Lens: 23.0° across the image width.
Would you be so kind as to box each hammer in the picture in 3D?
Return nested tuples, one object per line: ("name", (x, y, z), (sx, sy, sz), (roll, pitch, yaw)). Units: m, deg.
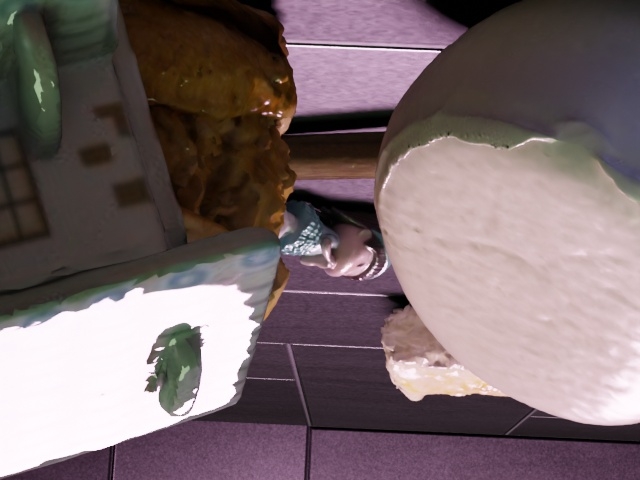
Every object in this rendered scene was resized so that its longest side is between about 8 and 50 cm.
("hammer", (0.052, -0.045, 0.833), (0.365, 0.043, 0.111), (-1, 168, 23))

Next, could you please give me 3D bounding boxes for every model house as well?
("model house", (-0.155, -0.027, 0.416), (0.224, 0.215, 0.198), (-16, 174, -22))

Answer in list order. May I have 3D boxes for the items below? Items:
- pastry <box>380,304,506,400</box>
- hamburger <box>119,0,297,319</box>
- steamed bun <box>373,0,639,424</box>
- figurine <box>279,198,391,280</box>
("pastry", (0.177, 0.100, 1.377), (0.258, 0.089, 0.121), (-2, 172, 16))
("hamburger", (-0.125, -0.026, 0.664), (0.244, 0.163, 0.244), (1, 170, 0))
("steamed bun", (0.119, -0.018, 0.670), (0.177, 0.130, 0.228), (25, 153, 17))
("figurine", (0.000, 0.000, 1.042), (0.106, 0.047, 0.060), (15, 147, -32))
